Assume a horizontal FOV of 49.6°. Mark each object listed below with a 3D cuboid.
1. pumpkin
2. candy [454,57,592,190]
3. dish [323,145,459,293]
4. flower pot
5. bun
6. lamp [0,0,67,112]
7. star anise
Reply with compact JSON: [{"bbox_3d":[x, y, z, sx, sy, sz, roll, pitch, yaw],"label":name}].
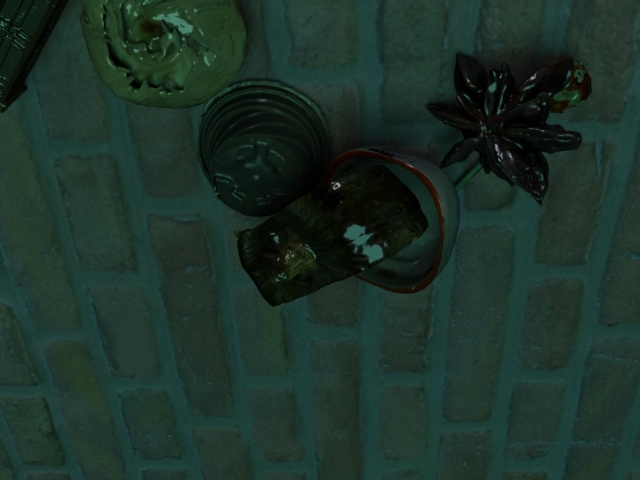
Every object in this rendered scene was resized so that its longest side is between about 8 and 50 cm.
[{"bbox_3d":[0.000,0.000,1.051,0.317,0.222,0.139,-23,92,44],"label":"pumpkin"},{"bbox_3d":[0.320,-0.177,1.130,0.084,0.078,0.288,26,127,-20],"label":"candy"},{"bbox_3d":[0.127,-0.046,1.157,0.256,0.117,0.256,18,120,33],"label":"dish"},{"bbox_3d":[-0.100,-0.131,1.131,0.235,0.140,0.235,2,123,4],"label":"flower pot"},{"bbox_3d":[-0.234,-0.303,1.019,0.259,0.152,0.259,0,121,0],"label":"bun"},{"bbox_3d":[-0.434,-0.348,1.034,0.089,0.090,0.325,32,119,-18],"label":"lamp"},{"bbox_3d":[0.275,-0.172,1.048,0.283,0.129,0.212,16,116,43],"label":"star anise"}]
